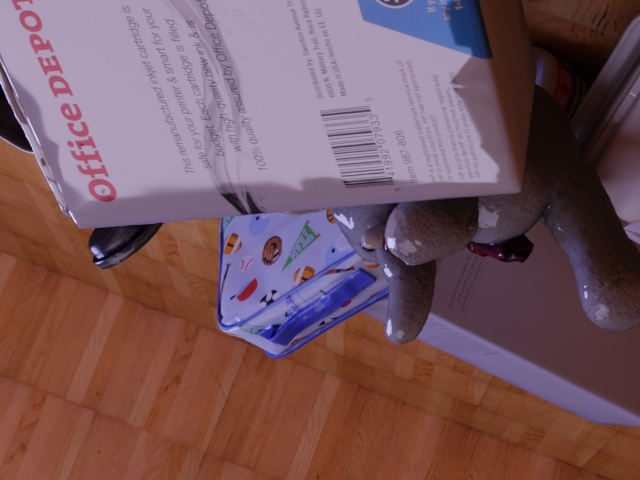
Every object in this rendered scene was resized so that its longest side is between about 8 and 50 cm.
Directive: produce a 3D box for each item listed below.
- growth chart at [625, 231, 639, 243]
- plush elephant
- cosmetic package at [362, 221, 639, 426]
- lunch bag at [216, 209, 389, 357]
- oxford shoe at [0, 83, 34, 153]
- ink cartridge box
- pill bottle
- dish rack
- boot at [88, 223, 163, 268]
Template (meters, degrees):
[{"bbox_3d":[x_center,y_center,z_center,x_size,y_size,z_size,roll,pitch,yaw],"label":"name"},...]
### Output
[{"bbox_3d":[0.280,-0.056,1.996,0.172,0.021,0.237,28,-168,-38],"label":"growth chart"},{"bbox_3d":[0.104,-0.030,1.694,0.271,0.330,0.255,13,140,-31],"label":"plush elephant"},{"bbox_3d":[0.259,0.061,2.264,0.385,0.217,0.156,29,165,-19],"label":"cosmetic package"},{"bbox_3d":[0.000,0.000,2.190,0.115,0.243,0.303,30,131,-34],"label":"lunch bag"},{"bbox_3d":[-0.173,-0.118,1.836,0.449,0.130,0.169,18,141,-1],"label":"oxford shoe"},{"bbox_3d":[-0.049,-0.176,1.478,0.394,0.166,0.285,-4,132,17],"label":"ink cartridge box"},{"bbox_3d":[0.255,-0.108,1.842,0.180,0.108,0.108,28,165,-27],"label":"pill bottle"},{"bbox_3d":[0.371,-0.072,1.671,0.285,0.072,0.333,16,151,-3],"label":"dish rack"},{"bbox_3d":[-0.216,-0.126,1.718,0.229,0.263,0.091,30,-164,-14],"label":"boot"}]
